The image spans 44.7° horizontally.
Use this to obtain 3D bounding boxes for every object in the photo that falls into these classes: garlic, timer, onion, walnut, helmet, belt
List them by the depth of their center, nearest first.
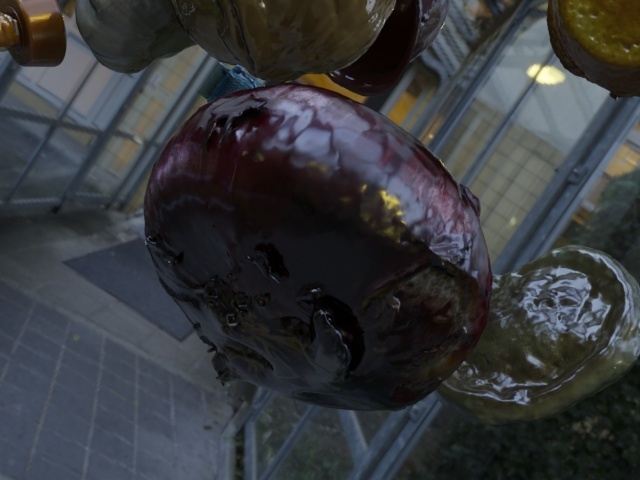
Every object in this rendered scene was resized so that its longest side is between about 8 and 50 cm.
[{"bbox_3d":[0.000,0.000,0.654,0.314,0.232,0.314,24,-33,17],"label":"onion"},{"bbox_3d":[-0.043,-0.336,0.927,0.277,0.313,0.252,14,-20,-9],"label":"walnut"},{"bbox_3d":[-0.251,-0.351,1.127,0.152,0.228,0.228,54,9,14],"label":"garlic"},{"bbox_3d":[-0.491,-0.323,1.200,0.152,0.132,0.132,-22,46,-38],"label":"timer"},{"bbox_3d":[-0.053,-0.172,1.222,0.302,0.072,0.087,33,21,-28],"label":"belt"},{"bbox_3d":[0.118,-0.466,1.425,0.230,0.337,0.385,-23,68,-35],"label":"helmet"}]

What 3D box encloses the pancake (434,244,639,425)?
[{"bbox_3d":[0.217,0.093,0.819,0.236,0.222,0.042,-6,-45,39],"label":"pancake"}]

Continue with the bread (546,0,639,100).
[{"bbox_3d":[0.495,-0.376,1.178,0.312,0.312,0.172,36,12,21],"label":"bread"}]
